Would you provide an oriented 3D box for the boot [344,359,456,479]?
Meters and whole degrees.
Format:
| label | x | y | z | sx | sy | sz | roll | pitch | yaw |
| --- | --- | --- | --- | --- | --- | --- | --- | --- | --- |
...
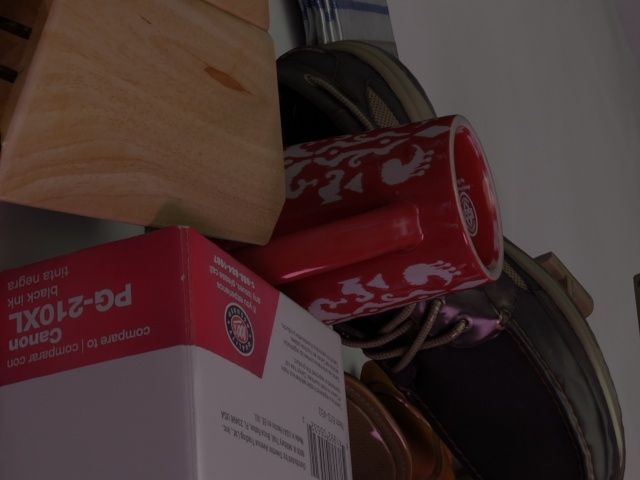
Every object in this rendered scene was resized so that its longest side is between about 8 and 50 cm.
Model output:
| label | x | y | z | sx | sy | sz | roll | pitch | yaw |
| --- | --- | --- | --- | --- | --- | --- | --- | --- | --- |
| boot | 0.036 | 0.125 | 0.925 | 0.152 | 0.073 | 0.197 | -87 | 155 | -56 |

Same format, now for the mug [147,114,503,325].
| label | x | y | z | sx | sy | sz | roll | pitch | yaw |
| --- | --- | --- | --- | --- | --- | --- | --- | --- | --- |
| mug | 0.004 | 0.006 | 0.741 | 0.150 | 0.169 | 0.113 | -76 | 148 | -52 |

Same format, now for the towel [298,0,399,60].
| label | x | y | z | sx | sy | sz | roll | pitch | yaw |
| --- | --- | --- | --- | --- | --- | --- | --- | --- | --- |
| towel | 0.018 | -0.189 | 1.101 | 0.209 | 0.034 | 0.285 | -28 | 106 | -72 |

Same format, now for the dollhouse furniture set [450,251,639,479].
| label | x | y | z | sx | sy | sz | roll | pitch | yaw |
| --- | --- | --- | --- | --- | --- | --- | --- | --- | --- |
| dollhouse furniture set | 0.229 | 0.136 | 1.154 | 0.161 | 0.242 | 0.212 | 44 | 36 | -36 |

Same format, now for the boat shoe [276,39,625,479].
| label | x | y | z | sx | sy | sz | roll | pitch | yaw |
| --- | --- | --- | --- | --- | --- | --- | --- | --- | --- |
| boat shoe | 0.051 | 0.031 | 0.868 | 0.130 | 0.132 | 0.355 | -11 | 62 | -52 |

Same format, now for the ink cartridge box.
| label | x | y | z | sx | sy | sz | roll | pitch | yaw |
| --- | --- | --- | --- | --- | --- | --- | --- | --- | --- |
| ink cartridge box | -0.055 | 0.138 | 0.603 | 0.172 | 0.100 | 0.237 | 40 | 40 | -59 |

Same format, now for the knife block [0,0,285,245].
| label | x | y | z | sx | sy | sz | roll | pitch | yaw |
| --- | --- | --- | --- | --- | --- | --- | --- | --- | --- |
| knife block | -0.122 | -0.053 | 0.530 | 0.242 | 0.088 | 0.276 | -46 | 148 | -35 |
